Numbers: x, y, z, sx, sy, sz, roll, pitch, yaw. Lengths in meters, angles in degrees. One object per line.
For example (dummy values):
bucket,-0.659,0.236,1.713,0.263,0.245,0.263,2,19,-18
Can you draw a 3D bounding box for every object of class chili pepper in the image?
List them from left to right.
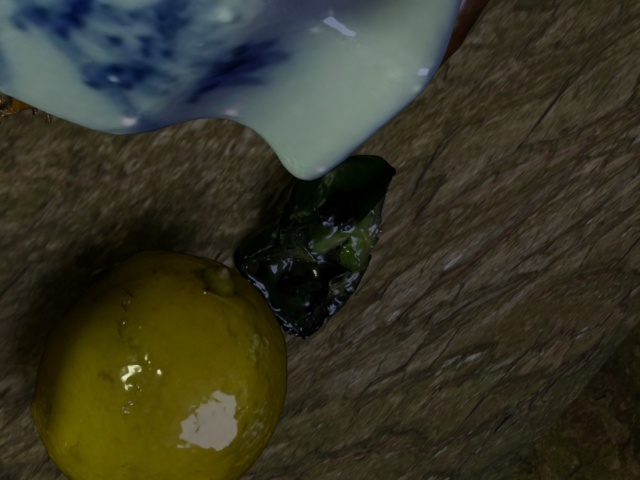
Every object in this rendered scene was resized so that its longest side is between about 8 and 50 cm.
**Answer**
chili pepper,-0.006,-0.002,1.554,0.148,0.116,0.264,-38,157,-35

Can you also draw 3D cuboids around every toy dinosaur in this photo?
toy dinosaur,-0.223,-0.127,1.123,0.113,0.026,0.041,-38,139,11

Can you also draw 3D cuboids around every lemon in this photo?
lemon,-0.163,0.150,1.392,0.284,0.260,0.260,-32,161,29

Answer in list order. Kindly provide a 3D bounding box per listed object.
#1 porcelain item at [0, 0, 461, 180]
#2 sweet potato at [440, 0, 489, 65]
porcelain item,-0.126,-0.189,0.784,0.405,0.178,0.242,23,142,-27
sweet potato,0.109,-0.229,1.362,0.097,0.097,0.292,-5,141,-51
